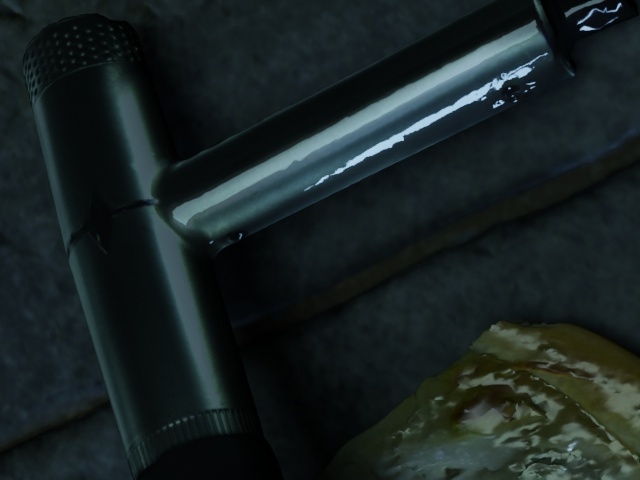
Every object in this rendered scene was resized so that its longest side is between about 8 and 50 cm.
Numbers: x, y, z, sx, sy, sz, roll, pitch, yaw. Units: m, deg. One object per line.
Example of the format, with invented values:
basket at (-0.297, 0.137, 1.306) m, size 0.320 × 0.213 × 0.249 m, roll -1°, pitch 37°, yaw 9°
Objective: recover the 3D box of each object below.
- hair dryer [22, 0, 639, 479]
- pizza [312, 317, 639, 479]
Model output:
hair dryer at (-0.004, 0.010, 0.807) m, size 0.284 × 0.156 × 0.320 m, roll -25°, pitch 64°, yaw 32°
pizza at (0.071, 0.131, 0.865) m, size 0.262 × 0.034 × 0.181 m, roll -14°, pitch 89°, yaw 27°
